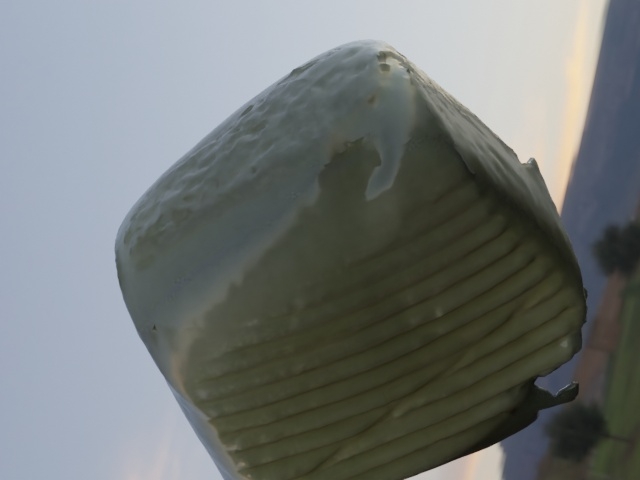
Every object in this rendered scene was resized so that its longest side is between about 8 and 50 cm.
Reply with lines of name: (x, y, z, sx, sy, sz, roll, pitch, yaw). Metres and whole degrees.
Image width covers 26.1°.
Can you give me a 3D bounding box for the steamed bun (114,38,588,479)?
steamed bun: (0.000, 0.000, 0.954, 0.290, 0.272, 0.273, -34, -51, -3)
